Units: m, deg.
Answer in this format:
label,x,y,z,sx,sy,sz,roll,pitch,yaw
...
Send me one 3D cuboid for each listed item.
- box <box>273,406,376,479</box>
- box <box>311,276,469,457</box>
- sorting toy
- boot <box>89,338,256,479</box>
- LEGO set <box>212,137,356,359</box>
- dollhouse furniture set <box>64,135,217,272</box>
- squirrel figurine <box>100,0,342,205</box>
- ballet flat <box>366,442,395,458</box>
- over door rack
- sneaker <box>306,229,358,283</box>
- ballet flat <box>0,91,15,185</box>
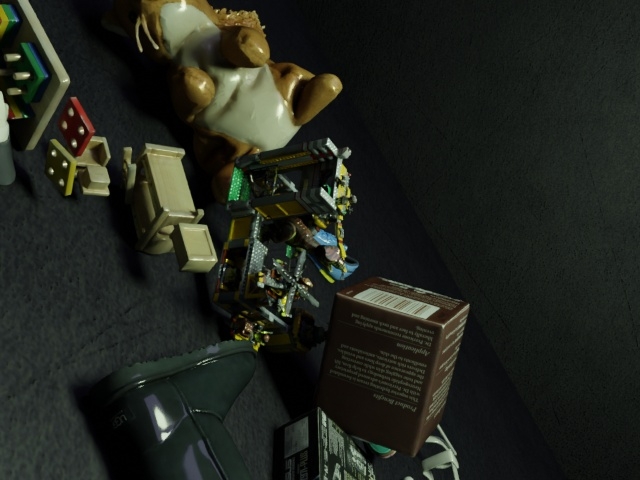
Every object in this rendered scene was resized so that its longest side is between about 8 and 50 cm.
label,x,y,z,sx,sy,sz,roll,pitch,yaw
box,0.010,0.343,0.957,0.147,0.078,0.180,49,20,-28
box,0.106,0.179,1.074,0.167,0.169,0.203,-15,119,-66
sorting toy,-0.342,-0.180,0.791,0.046,0.132,0.274,-20,76,-46
boot,-0.116,0.224,0.776,0.207,0.094,0.246,60,24,15
LEGO set,-0.014,0.009,1.069,0.255,0.192,0.331,52,41,-44
dollhouse furniture set,-0.244,-0.026,0.907,0.161,0.101,0.181,4,53,-39
squirrel figurine,-0.198,-0.308,1.264,0.370,0.281,0.397,44,7,-13
ballet flat,0.102,0.299,1.311,0.079,0.077,0.221,69,3,-53
over door rack,0.191,0.396,1.270,0.239,0.108,0.324,-95,169,-54
sneaker,0.000,0.000,1.492,0.209,0.082,0.069,48,23,-28
ballet flat,-0.373,-0.150,0.736,0.203,0.074,0.074,55,18,-14
